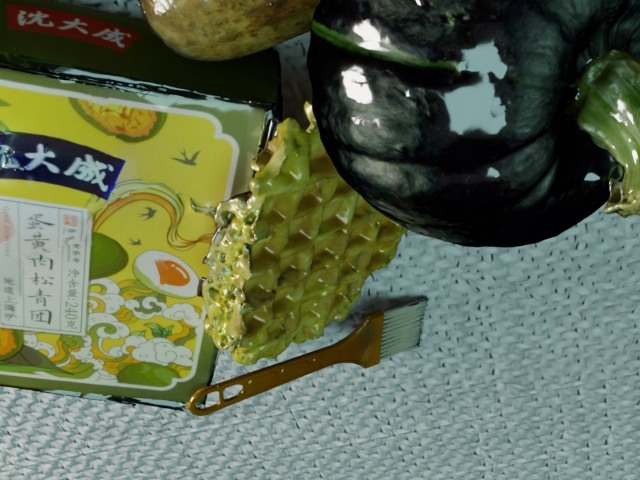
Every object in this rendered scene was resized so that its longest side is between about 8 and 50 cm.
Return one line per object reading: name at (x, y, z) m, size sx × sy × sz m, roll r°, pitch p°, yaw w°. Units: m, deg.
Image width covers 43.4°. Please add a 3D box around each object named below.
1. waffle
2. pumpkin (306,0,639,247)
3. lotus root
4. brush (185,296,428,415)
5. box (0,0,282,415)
waffle at (-0.002, -0.002, 0.769) m, size 0.312 × 0.060 × 0.307 m, roll -54°, pitch 151°, yaw 11°
pumpkin at (0.147, -0.124, 0.556) m, size 0.295 × 0.296 × 0.296 m, roll -1°, pitch 129°, yaw -1°
lotus root at (-0.035, -0.237, 0.636) m, size 0.260 × 0.145 × 0.128 m, roll -21°, pitch 169°, yaw 17°
brush at (-0.009, 0.142, 0.940) m, size 0.314 × 0.017 × 0.090 m, roll -17°, pitch 131°, yaw -23°
box at (-0.261, -0.023, 0.802) m, size 0.373 × 0.138 × 0.420 m, roll 10°, pitch 128°, yaw -10°
